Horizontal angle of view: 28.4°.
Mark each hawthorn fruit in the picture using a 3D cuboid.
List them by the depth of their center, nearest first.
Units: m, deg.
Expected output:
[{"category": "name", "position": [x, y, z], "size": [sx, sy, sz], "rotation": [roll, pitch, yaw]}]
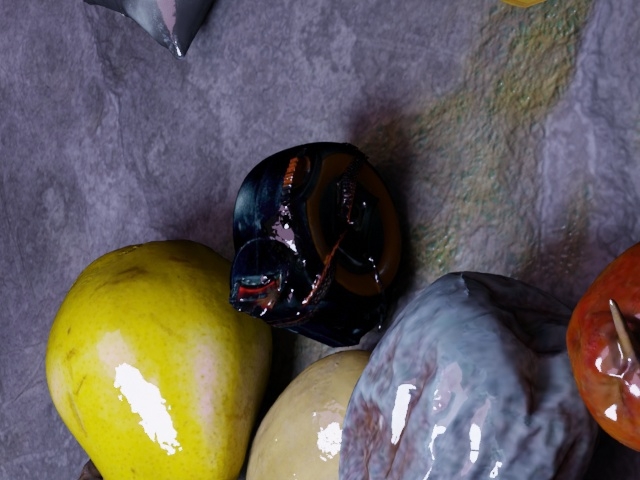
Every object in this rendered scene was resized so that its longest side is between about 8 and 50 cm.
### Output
[{"category": "hawthorn fruit", "position": [0.296, 0.084, 1.044], "size": [0.211, 0.262, 0.210], "rotation": [-7, 80, 47]}]

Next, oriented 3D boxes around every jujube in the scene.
[{"category": "jujube", "position": [0.144, 0.197, 1.208], "size": [0.246, 0.215, 0.308], "rotation": [55, 129, 51]}]

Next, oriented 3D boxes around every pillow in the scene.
[{"category": "pillow", "position": [-0.218, -0.366, 1.704], "size": [0.250, 0.106, 0.186], "rotation": [34, 101, 39]}]

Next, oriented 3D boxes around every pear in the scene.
[{"category": "pear", "position": [-0.177, 0.165, 1.501], "size": [0.285, 0.285, 0.336], "rotation": [-22, 90, 40]}]

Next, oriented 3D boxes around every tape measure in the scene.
[{"category": "tape measure", "position": [0.000, 0.000, 1.377], "size": [0.135, 0.202, 0.222], "rotation": [-12, 64, 40]}]

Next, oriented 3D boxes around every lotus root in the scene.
[{"category": "lotus root", "position": [0.008, 0.217, 1.394], "size": [0.303, 0.131, 0.146], "rotation": [-49, 54, 28]}]

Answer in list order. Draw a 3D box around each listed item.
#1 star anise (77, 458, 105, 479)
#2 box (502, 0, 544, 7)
[{"category": "star anise", "position": [-0.260, 0.415, 1.645], "size": [0.315, 0.108, 0.315], "rotation": [-10, 74, 36]}, {"category": "box", "position": [0.246, -0.395, 1.282], "size": [0.174, 0.076, 0.274], "rotation": [-14, 76, 43]}]
